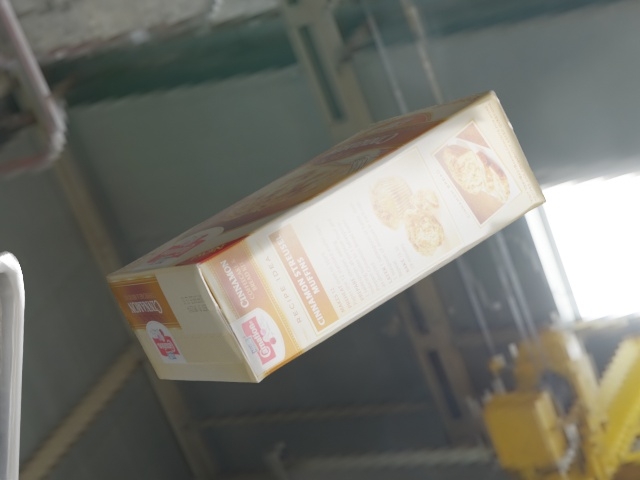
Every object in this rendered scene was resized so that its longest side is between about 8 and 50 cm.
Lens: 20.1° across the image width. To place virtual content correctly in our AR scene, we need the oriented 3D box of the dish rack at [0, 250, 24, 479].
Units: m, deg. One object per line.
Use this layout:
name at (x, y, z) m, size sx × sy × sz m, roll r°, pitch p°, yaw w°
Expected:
dish rack at (-0.292, 0.184, 1.279) m, size 0.072 × 0.333 × 0.285 m, roll 7°, pitch -169°, yaw 11°

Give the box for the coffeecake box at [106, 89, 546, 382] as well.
coffeecake box at (0.000, 0.000, 0.939) m, size 0.185 × 0.068 × 0.142 m, roll -31°, pitch -170°, yaw -23°
